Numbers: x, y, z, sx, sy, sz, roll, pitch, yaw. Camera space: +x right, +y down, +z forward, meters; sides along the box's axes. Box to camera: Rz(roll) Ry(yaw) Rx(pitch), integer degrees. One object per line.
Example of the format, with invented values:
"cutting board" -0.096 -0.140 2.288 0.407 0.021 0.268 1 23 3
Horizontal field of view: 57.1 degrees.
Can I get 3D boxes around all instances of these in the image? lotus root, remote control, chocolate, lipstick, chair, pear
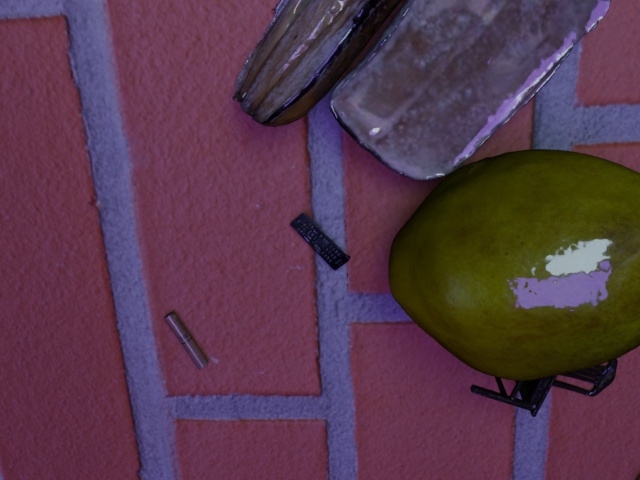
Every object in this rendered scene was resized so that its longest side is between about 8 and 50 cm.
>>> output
"lotus root" 0.033 -0.261 0.655 0.078 0.167 0.329 27 113 -43
"remote control" 0.000 0.000 0.794 0.091 0.016 0.034 46 121 -11
"chocolate" 0.158 -0.217 0.668 0.185 0.100 0.303 36 111 -20
"lipstick" -0.194 0.145 0.854 0.019 0.019 0.094 -28 105 12
"chair" 0.310 0.179 0.789 0.213 0.101 0.084 19 110 -1
"pear" 0.235 0.023 0.658 0.322 0.269 0.268 -8 110 33

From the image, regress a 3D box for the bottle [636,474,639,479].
"bottle" 0.523 0.375 0.872 0.097 0.045 0.045 13 109 2
